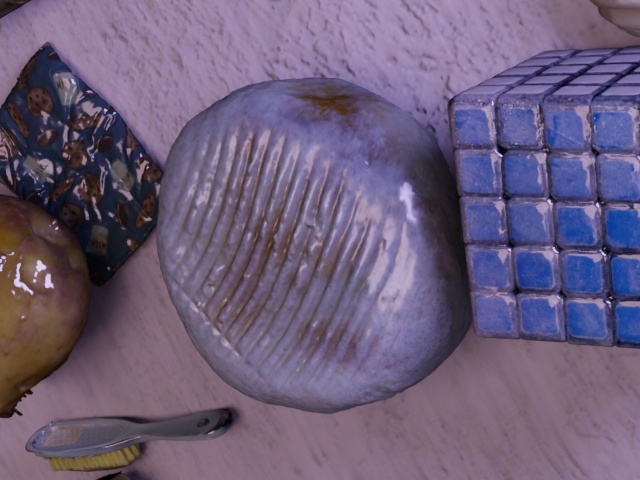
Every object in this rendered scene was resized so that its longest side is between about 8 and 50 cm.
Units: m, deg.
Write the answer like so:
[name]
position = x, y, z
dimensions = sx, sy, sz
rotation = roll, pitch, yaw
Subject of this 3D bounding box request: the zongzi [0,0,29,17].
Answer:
[zongzi]
position = -0.374, -0.377, 1.753
dimensions = 0.242, 0.112, 0.221
rotation = -26, 91, 32

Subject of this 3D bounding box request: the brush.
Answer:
[brush]
position = -0.228, 0.252, 1.873
dimensions = 0.296, 0.068, 0.060
rotation = -9, 118, 28

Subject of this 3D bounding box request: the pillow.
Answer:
[pillow]
position = -0.296, -0.087, 1.834
dimensions = 0.255, 0.034, 0.189
rotation = 47, 117, 12

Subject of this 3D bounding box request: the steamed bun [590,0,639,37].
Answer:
[steamed bun]
position = 0.318, -0.289, 1.387
dimensions = 0.211, 0.144, 0.218
rotation = 7, 107, 26

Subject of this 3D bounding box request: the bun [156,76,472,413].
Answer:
[bun]
position = 0.000, 0.000, 1.594
dimensions = 0.361, 0.211, 0.362
rotation = 9, 110, 25

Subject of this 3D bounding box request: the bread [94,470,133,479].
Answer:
[bread]
position = -0.255, 0.414, 1.877
dimensions = 0.224, 0.142, 0.212
rotation = -42, 78, 29

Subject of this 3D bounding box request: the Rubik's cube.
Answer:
[Rubik's cube]
position = 0.274, -0.048, 1.412
dimensions = 0.236, 0.238, 0.237
rotation = 3, 109, 29

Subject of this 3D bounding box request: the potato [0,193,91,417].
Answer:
[potato]
position = -0.414, 0.053, 1.812
dimensions = 0.288, 0.301, 0.237
rotation = 23, 97, -4
